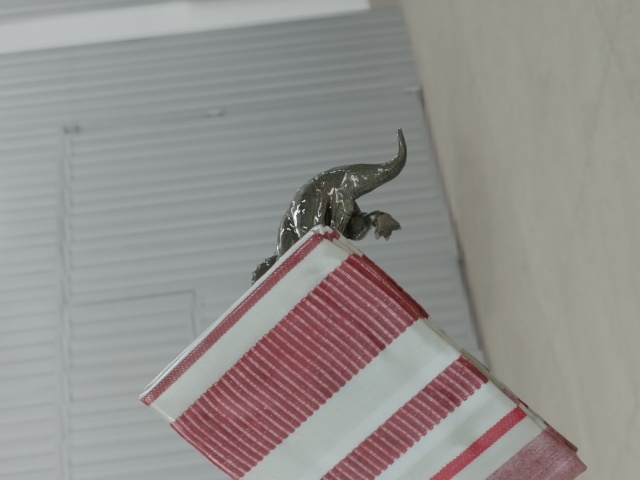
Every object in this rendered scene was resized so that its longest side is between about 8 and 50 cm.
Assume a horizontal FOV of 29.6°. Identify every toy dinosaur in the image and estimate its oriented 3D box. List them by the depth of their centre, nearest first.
[{"bbox_3d":[0.000,0.000,1.392,0.160,0.121,0.313,41,127,37],"label":"toy dinosaur"}]

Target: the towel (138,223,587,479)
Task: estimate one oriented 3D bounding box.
[{"bbox_3d":[0.038,0.166,1.063,0.329,0.237,0.037,42,-163,-12],"label":"towel"}]
